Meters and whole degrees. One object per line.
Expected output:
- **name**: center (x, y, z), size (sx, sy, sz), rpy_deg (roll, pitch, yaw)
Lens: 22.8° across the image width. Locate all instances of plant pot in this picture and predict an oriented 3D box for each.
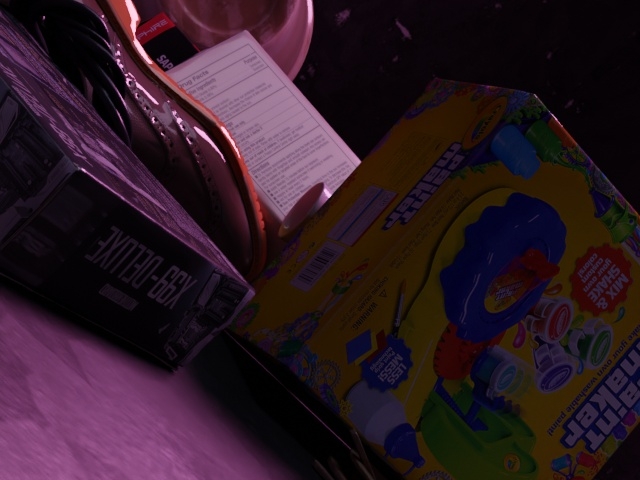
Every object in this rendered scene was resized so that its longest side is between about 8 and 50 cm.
- **plant pot**: center (-0.144, -0.320, 2.116), size (0.323, 0.323, 0.280), rpy_deg (46, -11, -7)

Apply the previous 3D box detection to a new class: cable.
- **cable**: center (-0.179, -0.102, 1.183), size (0.150, 0.047, 0.184), rpy_deg (-30, -96, 56)

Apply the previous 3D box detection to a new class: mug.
- **mug**: center (0.001, -0.003, 1.404), size (0.064, 0.078, 0.062), rpy_deg (39, 11, -15)

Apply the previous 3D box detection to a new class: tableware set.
- **tableware set**: center (0.082, 0.227, 1.211), size (0.194, 0.039, 0.128), rpy_deg (47, 3, 14)

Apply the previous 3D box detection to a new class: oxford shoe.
- **oxford shoe**: center (-0.180, -0.089, 1.373), size (0.363, 0.130, 0.133), rpy_deg (55, 39, -16)

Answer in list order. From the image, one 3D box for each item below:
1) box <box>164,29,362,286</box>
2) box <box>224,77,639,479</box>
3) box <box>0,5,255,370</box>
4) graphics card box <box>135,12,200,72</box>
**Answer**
- **box**: center (-0.041, -0.032, 1.509), size (0.311, 0.121, 0.148), rpy_deg (50, 47, 6)
- **box**: center (0.127, 0.066, 1.338), size (0.279, 0.290, 0.177), rpy_deg (45, -9, -23)
- **box**: center (-0.197, -0.074, 0.991), size (0.307, 0.076, 0.242), rpy_deg (48, 3, 26)
- **graphics card box**: center (-0.105, -0.087, 1.897), size (0.371, 0.094, 0.233), rpy_deg (50, -11, 42)
